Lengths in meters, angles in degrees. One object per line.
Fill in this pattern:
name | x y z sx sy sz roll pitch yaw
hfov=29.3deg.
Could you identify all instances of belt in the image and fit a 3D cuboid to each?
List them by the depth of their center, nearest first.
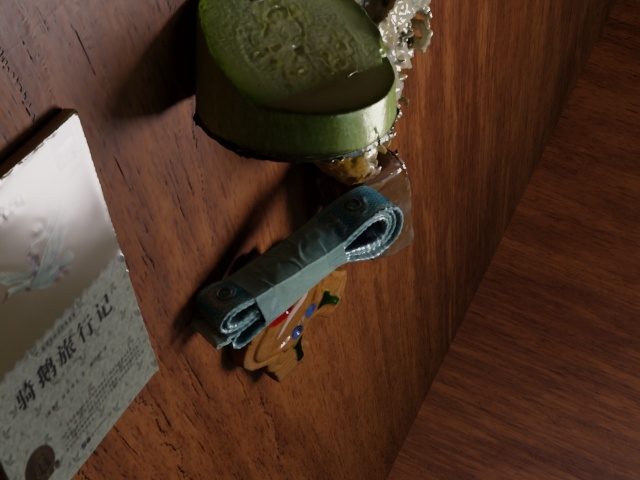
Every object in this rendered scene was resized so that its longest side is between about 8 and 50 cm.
belt | -0.026 0.036 1.537 0.302 0.072 0.087 -34 144 -19

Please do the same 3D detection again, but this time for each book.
book | -0.238 0.071 1.065 0.217 0.021 0.310 -52 143 -42

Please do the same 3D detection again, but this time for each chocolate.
chocolate | 0.054 -0.068 1.712 0.093 0.148 0.214 -29 147 -14

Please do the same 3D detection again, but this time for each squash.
squash | -0.017 -0.172 1.229 0.220 0.220 0.133 -49 157 -48

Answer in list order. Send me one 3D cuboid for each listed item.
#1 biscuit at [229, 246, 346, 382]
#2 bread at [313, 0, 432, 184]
biscuit | -0.048 0.098 1.720 0.202 0.047 0.334 -58 159 -5
bread | 0.036 -0.207 1.478 0.274 0.149 0.274 16 90 -70
